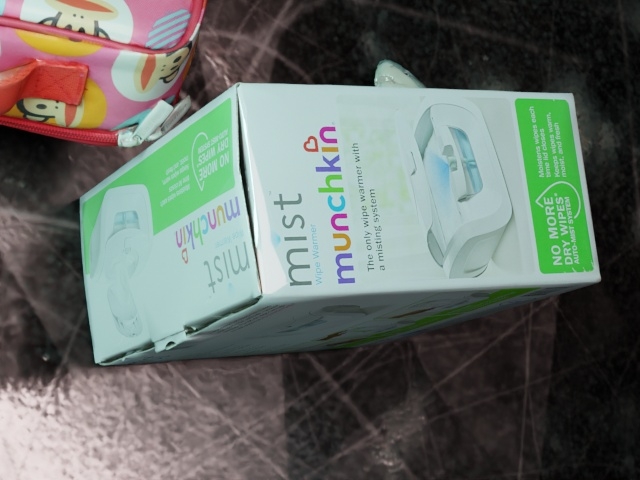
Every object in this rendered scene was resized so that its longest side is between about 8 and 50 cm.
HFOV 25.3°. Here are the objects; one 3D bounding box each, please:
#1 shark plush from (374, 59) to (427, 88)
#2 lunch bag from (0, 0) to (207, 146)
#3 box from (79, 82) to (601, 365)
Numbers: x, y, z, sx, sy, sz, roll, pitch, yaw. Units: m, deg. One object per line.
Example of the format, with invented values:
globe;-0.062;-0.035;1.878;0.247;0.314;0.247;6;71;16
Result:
shark plush;0.110;-0.082;1.100;0.161;0.073;0.067;21;39;-18
lunch bag;-0.208;-0.171;0.849;0.293;0.120;0.258;12;53;-11
box;0.000;0.000;0.900;0.231;0.262;0.127;-1;79;-28
